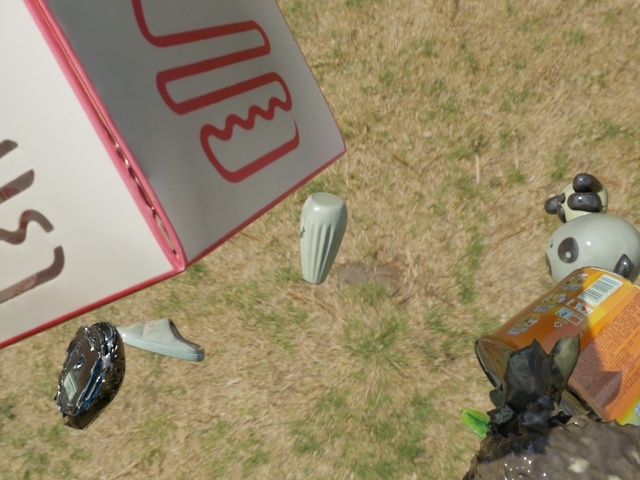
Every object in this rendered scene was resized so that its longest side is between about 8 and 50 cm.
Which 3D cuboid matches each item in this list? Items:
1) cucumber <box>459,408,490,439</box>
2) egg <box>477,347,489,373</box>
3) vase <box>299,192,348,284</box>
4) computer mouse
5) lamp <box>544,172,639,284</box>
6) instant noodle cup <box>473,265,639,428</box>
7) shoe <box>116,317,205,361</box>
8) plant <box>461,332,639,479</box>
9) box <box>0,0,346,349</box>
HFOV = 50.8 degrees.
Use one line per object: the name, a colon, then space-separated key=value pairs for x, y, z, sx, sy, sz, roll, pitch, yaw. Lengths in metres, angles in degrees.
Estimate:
cucumber: x=0.407 y=0.452 z=1.484 sx=0.250 sy=0.056 sz=0.056 roll=43 pitch=86 yaw=4
egg: x=0.342 y=0.218 z=1.288 sx=0.083 sy=0.071 sz=0.071 roll=-31 pitch=79 yaw=11
vase: x=0.000 y=0.000 z=1.826 sx=0.128 sy=0.128 sz=0.248 roll=13 pitch=116 yaw=7
computer mouse: x=-0.427 y=0.256 z=1.273 sx=0.242 sy=0.077 sz=0.146 roll=-56 pitch=47 yaw=18
lamp: x=0.536 y=0.000 z=1.343 sx=0.197 sy=0.198 sz=0.244 roll=-8 pitch=69 yaw=3
instant noodle cup: x=0.423 y=0.193 z=1.066 sx=0.214 sy=0.296 sz=0.296 roll=-39 pitch=80 yaw=-12
shoe: x=-0.416 y=0.249 z=1.762 sx=0.250 sy=0.103 sz=0.100 roll=16 pitch=79 yaw=-2
plant: x=0.279 y=0.278 z=0.817 sx=0.213 sy=0.215 sz=0.312 roll=-12 pitch=59 yaw=-7
box: x=-0.208 y=-0.113 z=0.566 sx=0.314 sy=0.312 sz=0.300 roll=-21 pitch=101 yaw=29
